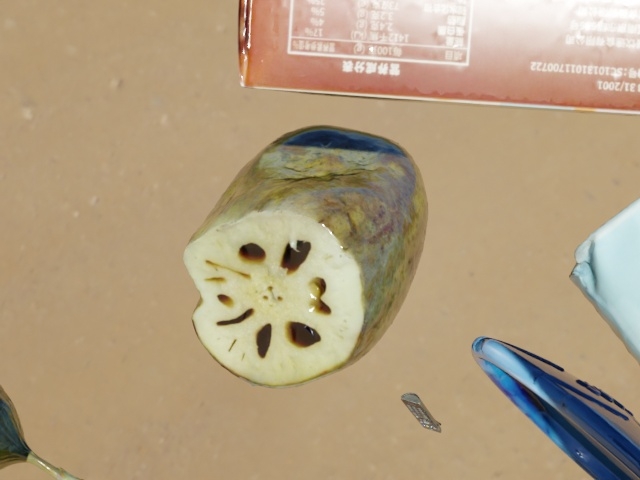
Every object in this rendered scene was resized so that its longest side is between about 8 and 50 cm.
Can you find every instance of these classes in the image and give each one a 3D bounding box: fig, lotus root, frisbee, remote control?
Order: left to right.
[{"bbox_3d":[-0.397,0.234,1.630,0.230,0.143,0.160,31,60,-28],"label":"fig"},{"bbox_3d":[0.000,0.000,1.582,0.250,0.250,0.346,32,31,-2],"label":"lotus root"},{"bbox_3d":[0.135,0.226,1.834,0.034,0.091,0.016,12,64,32],"label":"remote control"},{"bbox_3d":[0.206,0.142,0.980,0.242,0.242,0.045,43,85,11],"label":"frisbee"}]

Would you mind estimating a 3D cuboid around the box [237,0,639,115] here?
[{"bbox_3d":[0.142,-0.178,1.215,0.385,0.122,0.344,4,7,4],"label":"box"}]

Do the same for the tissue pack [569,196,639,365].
[{"bbox_3d":[0.223,0.058,0.420,0.263,0.177,0.089,54,18,12],"label":"tissue pack"}]
